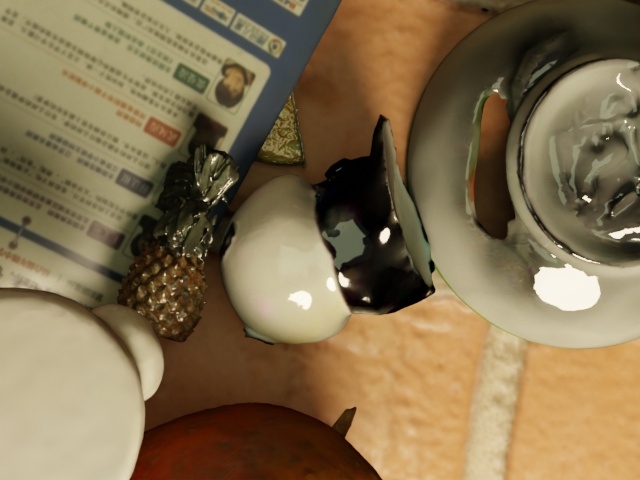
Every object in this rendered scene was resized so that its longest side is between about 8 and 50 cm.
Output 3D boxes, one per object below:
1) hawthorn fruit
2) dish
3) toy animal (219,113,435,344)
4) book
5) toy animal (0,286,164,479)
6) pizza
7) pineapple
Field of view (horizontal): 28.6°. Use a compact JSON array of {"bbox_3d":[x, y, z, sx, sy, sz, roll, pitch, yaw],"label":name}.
[{"bbox_3d":[-0.047,0.244,0.982,0.277,0.277,0.298,44,59,-4],"label":"hawthorn fruit"},{"bbox_3d":[0.243,-0.065,1.080,0.324,0.124,0.324,0,88,-6],"label":"dish"},{"bbox_3d":[0.000,0.000,1.049,0.179,0.138,0.166,-21,102,3],"label":"toy animal"},{"bbox_3d":[-0.199,-0.091,1.009,0.300,0.039,0.428,30,90,-25],"label":"book"},{"bbox_3d":[-0.266,0.160,0.912,0.241,0.368,0.196,-28,86,-44],"label":"toy animal"},{"bbox_3d":[-0.052,-0.124,1.097,0.123,0.026,0.108,26,91,-5],"label":"pizza"},{"bbox_3d":[-0.111,0.000,1.008,0.074,0.074,0.159,19,90,-6],"label":"pineapple"}]
